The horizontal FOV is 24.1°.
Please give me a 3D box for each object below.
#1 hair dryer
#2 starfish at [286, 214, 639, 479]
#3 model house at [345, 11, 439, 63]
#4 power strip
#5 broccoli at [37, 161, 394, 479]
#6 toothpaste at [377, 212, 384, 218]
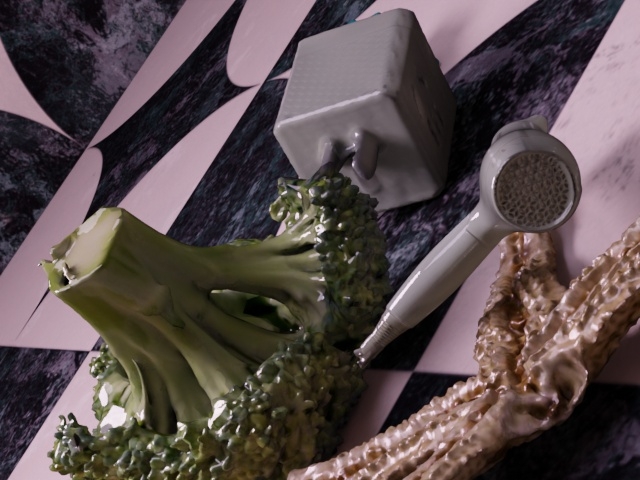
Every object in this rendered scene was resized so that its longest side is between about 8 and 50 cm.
[{"bbox_3d":[0.105,0.005,1.174,0.237,0.075,0.206,-49,5,11],"label":"hair dryer"},{"bbox_3d":[0.149,0.068,1.099,0.432,0.082,0.324,-48,11,-10],"label":"starfish"},{"bbox_3d":[0.059,-0.186,1.731,0.127,0.100,0.149,-41,25,32],"label":"model house"},{"bbox_3d":[0.046,-0.109,1.514,0.139,0.140,0.224,-14,36,22],"label":"power strip"},{"bbox_3d":[-0.080,0.100,1.309,0.375,0.302,0.249,-44,63,3],"label":"broccoli"},{"bbox_3d":[0.000,0.000,1.636,0.196,0.040,0.047,-42,24,29],"label":"toothpaste"}]
